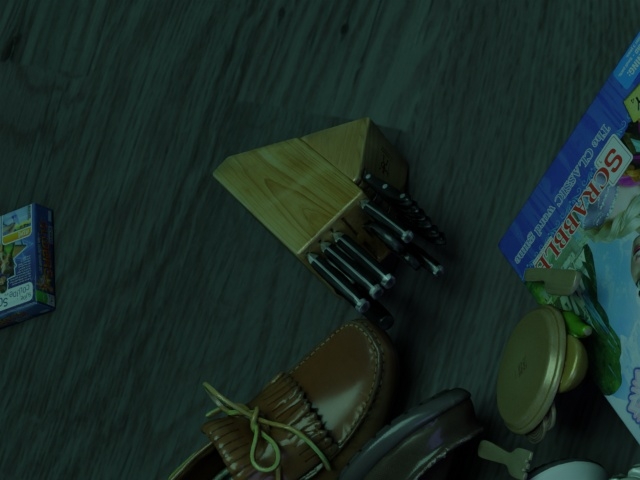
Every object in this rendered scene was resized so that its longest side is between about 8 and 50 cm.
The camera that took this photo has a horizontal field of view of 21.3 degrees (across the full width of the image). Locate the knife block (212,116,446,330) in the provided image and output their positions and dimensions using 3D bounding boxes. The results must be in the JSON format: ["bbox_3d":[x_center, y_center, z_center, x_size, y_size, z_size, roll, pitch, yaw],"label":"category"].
[{"bbox_3d":[0.000,0.000,1.770,0.276,0.088,0.242,-13,47,31],"label":"knife block"}]

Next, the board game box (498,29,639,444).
[{"bbox_3d":[0.327,-0.013,1.514,0.318,0.066,0.318,-60,40,26],"label":"board game box"}]

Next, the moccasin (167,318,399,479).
[{"bbox_3d":[-0.070,0.223,1.751,0.380,0.147,0.139,-41,52,17],"label":"moccasin"}]

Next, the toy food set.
[{"bbox_3d":[0.203,0.121,1.557,0.132,0.039,0.192,-170,96,-74],"label":"toy food set"}]

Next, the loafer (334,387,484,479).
[{"bbox_3d":[0.057,0.300,1.665,0.130,0.134,0.366,40,110,15],"label":"loafer"}]

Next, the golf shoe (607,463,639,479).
[{"bbox_3d":[0.310,0.270,1.450,0.069,0.176,0.086,-47,11,37],"label":"golf shoe"}]

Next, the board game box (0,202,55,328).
[{"bbox_3d":[-0.420,0.047,2.138,0.201,0.035,0.136,-18,64,30],"label":"board game box"}]

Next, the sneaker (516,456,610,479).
[{"bbox_3d":[0.142,0.424,1.514,0.447,0.169,0.257,-45,52,12],"label":"sneaker"}]
